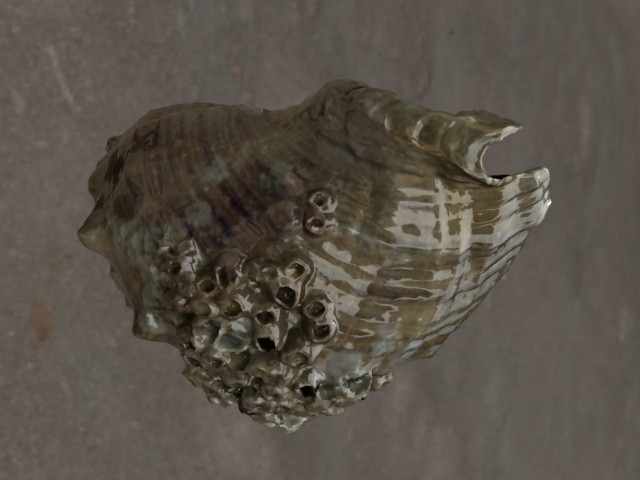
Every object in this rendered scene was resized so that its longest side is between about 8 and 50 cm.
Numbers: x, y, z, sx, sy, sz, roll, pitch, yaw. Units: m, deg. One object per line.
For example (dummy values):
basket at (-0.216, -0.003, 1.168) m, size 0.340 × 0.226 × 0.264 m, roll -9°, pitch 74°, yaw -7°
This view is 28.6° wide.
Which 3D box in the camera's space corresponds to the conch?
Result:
conch at (0.000, 0.000, 0.584) m, size 0.178 × 0.245 × 0.162 m, roll 7°, pitch 66°, yaw -49°
